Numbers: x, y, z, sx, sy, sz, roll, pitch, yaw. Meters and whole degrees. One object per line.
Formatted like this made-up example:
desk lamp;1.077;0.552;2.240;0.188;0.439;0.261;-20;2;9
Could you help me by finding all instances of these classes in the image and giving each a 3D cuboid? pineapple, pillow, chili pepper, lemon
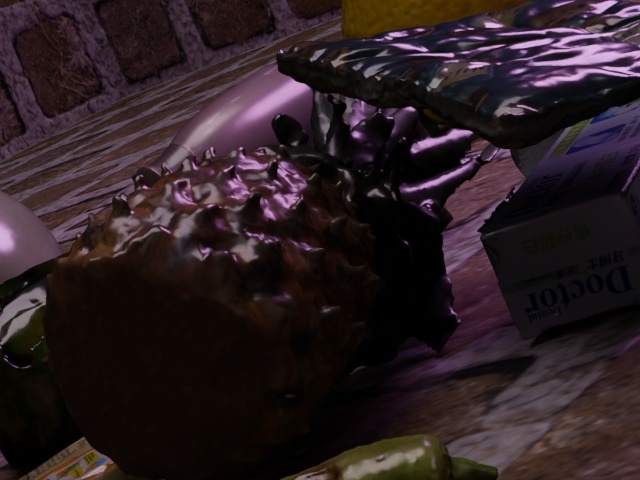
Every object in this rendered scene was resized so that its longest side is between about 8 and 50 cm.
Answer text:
pineapple;0.003;0.002;1.071;0.165;0.166;0.364;-18;9;33
pillow;0.109;-0.094;1.014;0.189;0.034;0.255;-16;16;-23
chili pepper;-0.026;0.120;0.836;0.208;0.043;0.049;-19;23;28
lemon;0.122;-0.197;1.775;0.231;0.192;0.192;1;23;37

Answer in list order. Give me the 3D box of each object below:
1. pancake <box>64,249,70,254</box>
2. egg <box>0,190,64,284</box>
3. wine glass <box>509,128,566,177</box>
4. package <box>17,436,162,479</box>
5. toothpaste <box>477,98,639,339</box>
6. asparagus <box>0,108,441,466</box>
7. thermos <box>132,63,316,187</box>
pancake;-0.260;0.064;1.630;0.294;0.049;0.294;-30;9;5
egg;-0.258;0.043;1.369;0.183;0.183;0.217;-27;-5;-21
wine glass;0.184;-0.088;1.400;0.073;0.073;0.155;-18;14;29
package;-0.132;0.132;1.058;0.120;0.031;0.108;-31;10;-10
toothpaste;0.174;-0.036;1.134;0.081;0.067;0.336;-19;11;24
asparagus;-0.056;0.017;1.280;0.382;0.108;0.128;-26;9;-21
thermos;-0.083;-0.080;1.939;0.193;0.105;0.137;-34;44;-31
